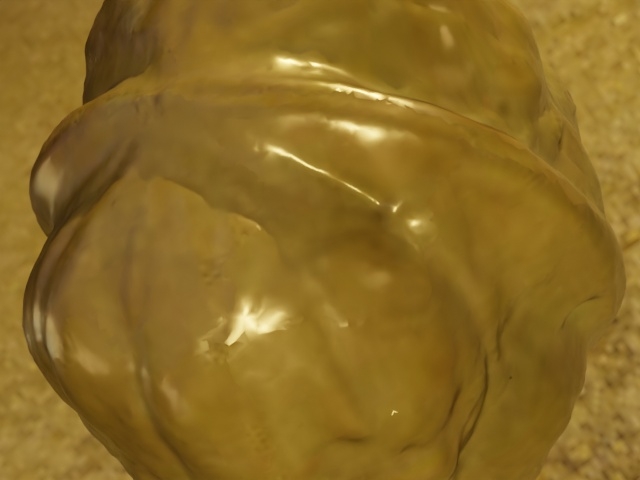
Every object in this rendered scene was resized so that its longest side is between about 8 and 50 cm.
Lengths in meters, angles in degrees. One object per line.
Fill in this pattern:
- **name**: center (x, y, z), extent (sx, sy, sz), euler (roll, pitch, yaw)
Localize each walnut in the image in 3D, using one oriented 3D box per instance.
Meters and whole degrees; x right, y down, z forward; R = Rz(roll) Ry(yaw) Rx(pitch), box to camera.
- **walnut**: center (-0.001, 0.002, 0.888), extent (0.253, 0.277, 0.282), euler (27, 80, 38)
